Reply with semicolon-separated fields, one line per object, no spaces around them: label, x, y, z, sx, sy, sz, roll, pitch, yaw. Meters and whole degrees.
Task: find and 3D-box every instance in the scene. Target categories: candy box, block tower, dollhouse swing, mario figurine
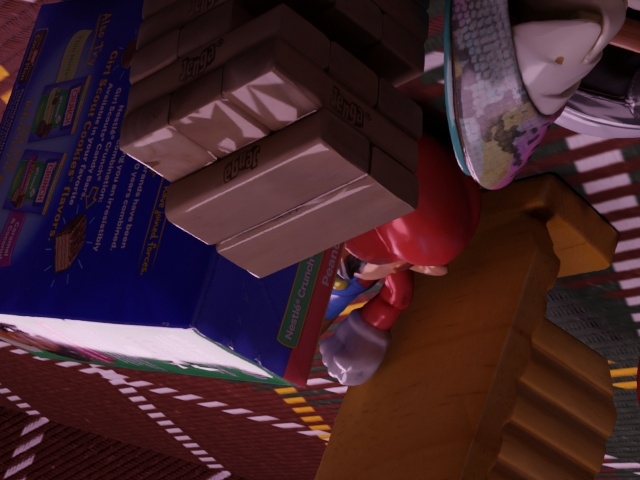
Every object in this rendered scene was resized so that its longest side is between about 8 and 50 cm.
candy box;-0.116;-0.045;1.401;0.122;0.268;0.317;28;163;-39
block tower;-0.008;-0.158;0.842;0.097;0.335;0.091;-23;138;35
dollhouse swing;0.183;0.181;1.619;0.305;0.347;0.315;28;161;-22
mario figurine;0.000;0.000;1.557;0.198;0.170;0.320;28;158;-12

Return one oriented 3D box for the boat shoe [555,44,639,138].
boat shoe;0.230;-0.099;1.164;0.228;0.080;0.076;16;160;9

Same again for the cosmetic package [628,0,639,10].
cosmetic package;0.204;-0.202;0.785;0.153;0.129;0.296;16;162;9

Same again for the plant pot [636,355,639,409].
plant pot;0.348;0.110;1.493;0.191;0.191;0.174;24;168;-12

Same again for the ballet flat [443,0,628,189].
ballet flat;0.087;-0.123;0.800;0.079;0.077;0.221;3;114;26

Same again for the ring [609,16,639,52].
ring;0.183;-0.105;0.996;0.336;0.032;0.336;15;-167;-3
